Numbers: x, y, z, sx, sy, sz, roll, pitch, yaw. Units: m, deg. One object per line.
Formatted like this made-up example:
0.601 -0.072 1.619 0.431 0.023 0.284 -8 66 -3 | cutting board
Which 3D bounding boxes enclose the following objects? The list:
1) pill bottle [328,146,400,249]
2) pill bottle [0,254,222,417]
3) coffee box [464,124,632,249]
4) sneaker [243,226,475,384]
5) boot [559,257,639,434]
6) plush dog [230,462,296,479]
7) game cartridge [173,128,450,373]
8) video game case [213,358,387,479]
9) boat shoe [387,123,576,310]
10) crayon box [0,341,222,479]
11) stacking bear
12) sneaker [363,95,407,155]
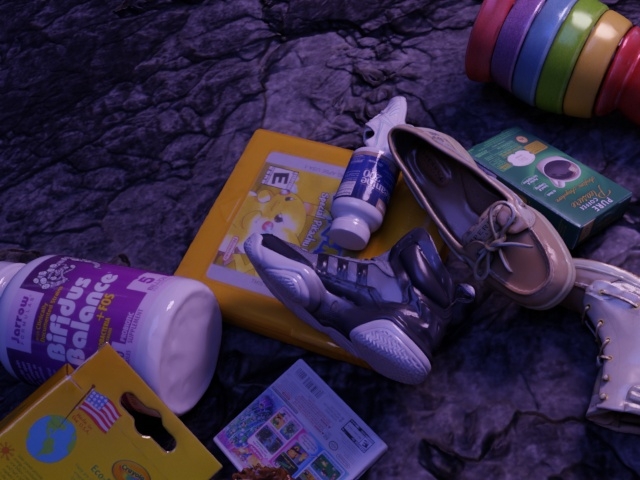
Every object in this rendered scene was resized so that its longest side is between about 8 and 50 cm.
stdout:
0.052 -0.051 1.062 0.067 0.067 0.120 10 62 22 | pill bottle
-0.289 0.108 1.055 0.301 0.169 0.169 8 61 21 | pill bottle
0.275 -0.070 1.056 0.113 0.040 0.184 -28 51 -34 | coffee box
0.047 0.039 0.993 0.268 0.101 0.153 34 71 22 | sneaker
0.310 0.116 0.933 0.213 0.077 0.165 16 67 24 | boot
-0.063 0.314 0.819 0.225 0.211 0.262 8 34 40 | plush dog
0.000 0.000 1.110 0.323 0.053 0.285 14 64 25 | game cartridge
-0.025 0.235 0.988 0.143 0.019 0.157 -42 58 -11 | video game case
0.174 -0.030 0.991 0.105 0.089 0.285 -52 55 16 | boat shoe
-0.291 0.283 0.929 0.318 0.202 0.081 -41 13 -12 | crayon box
0.350 -0.232 1.098 0.289 0.175 0.164 26 67 21 | stacking bear
0.088 -0.155 1.153 0.061 0.054 0.152 0 31 6 | sneaker
